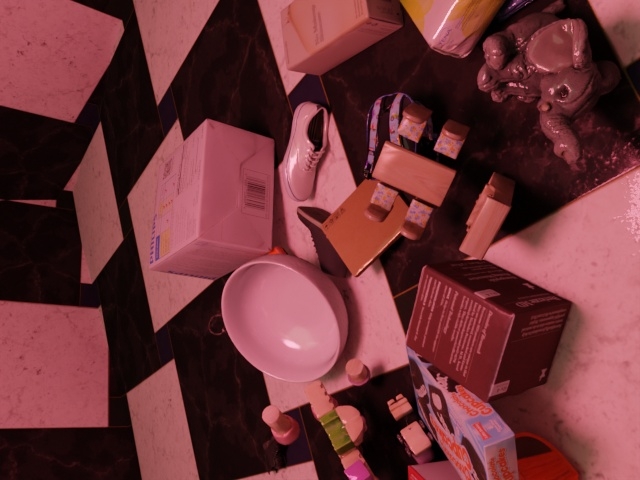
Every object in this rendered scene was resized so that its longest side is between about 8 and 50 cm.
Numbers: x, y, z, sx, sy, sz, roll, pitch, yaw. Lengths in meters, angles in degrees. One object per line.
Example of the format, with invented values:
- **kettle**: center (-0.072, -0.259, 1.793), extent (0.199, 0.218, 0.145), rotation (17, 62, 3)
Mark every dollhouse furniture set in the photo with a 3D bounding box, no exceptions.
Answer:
- **dollhouse furniture set**: center (0.208, -0.091, 1.071), extent (0.242, 0.161, 0.212), rotation (26, 119, 9)

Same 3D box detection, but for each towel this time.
- **towel**: center (0.352, -0.443, 1.055), extent (0.119, 0.029, 0.067), rotation (-25, 69, 52)

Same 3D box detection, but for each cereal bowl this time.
- **cereal bowl**: center (-0.075, 0.183, 1.532), extent (0.339, 0.141, 0.339), rotation (10, 114, 24)

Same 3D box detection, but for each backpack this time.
- **backpack**: center (0.169, -0.212, 1.243), extent (0.158, 0.117, 0.173), rotation (3, 95, 53)

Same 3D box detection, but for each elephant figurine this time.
- **elephant figurine**: center (0.378, -0.254, 0.935), extent (0.239, 0.169, 0.186), rotation (45, 142, 49)

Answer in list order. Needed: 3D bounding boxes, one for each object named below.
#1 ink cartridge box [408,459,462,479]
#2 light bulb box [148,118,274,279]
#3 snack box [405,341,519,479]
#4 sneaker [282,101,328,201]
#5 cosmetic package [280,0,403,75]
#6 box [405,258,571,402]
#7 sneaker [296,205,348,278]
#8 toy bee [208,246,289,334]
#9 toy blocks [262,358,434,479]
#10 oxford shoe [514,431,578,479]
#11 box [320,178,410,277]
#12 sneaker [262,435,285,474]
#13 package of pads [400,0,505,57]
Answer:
- **ink cartridge box**: center (0.256, 0.588, 1.139), extent (0.197, 0.114, 0.273), rotation (-178, 86, -77)
- **light bulb box**: center (-0.321, -0.102, 1.760), extent (0.361, 0.225, 0.358), rotation (-25, 59, 52)
- **snack box**: center (0.250, 0.329, 1.083), extent (0.322, 0.060, 0.187), rotation (-126, 20, -66)
- **sneaker**: center (-0.036, -0.224, 1.535), extent (0.091, 0.094, 0.258), rotation (20, 107, 56)
- **cosmetic package**: center (0.041, -0.517, 1.398), extent (0.309, 0.113, 0.160), rotation (-14, 82, 52)
- **box**: center (0.290, 0.149, 1.066), extent (0.203, 0.168, 0.167), rotation (31, 117, 47)
- **sneaker**: center (0.000, 0.000, 1.513), extent (0.222, 0.083, 0.118), rotation (39, 122, 43)
- **toy bee**: center (-0.168, 0.148, 1.721), extent (0.298, 0.162, 0.195), rotation (-30, 60, 23)
- **toy blocks**: center (0.077, 0.470, 1.381), extent (0.288, 0.309, 0.260), rotation (55, 174, 39)
- **oxford shoe**: center (0.422, 0.495, 0.980), extent (0.364, 0.130, 0.133), rotation (-122, 28, -42)
- **box**: center (0.106, -0.040, 1.365), extent (0.201, 0.021, 0.164), rotation (-46, 58, 20)
- **sneaker**: center (-0.124, 0.622, 1.759), extent (0.170, 0.051, 0.089), rotation (-51, 54, 48)
- **package of pads**: center (0.267, -0.509, 1.076), extent (0.296, 0.101, 0.229), rotation (-57, 37, 39)
